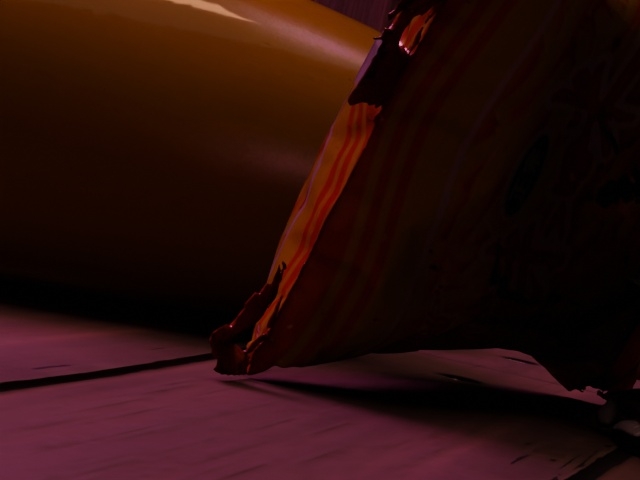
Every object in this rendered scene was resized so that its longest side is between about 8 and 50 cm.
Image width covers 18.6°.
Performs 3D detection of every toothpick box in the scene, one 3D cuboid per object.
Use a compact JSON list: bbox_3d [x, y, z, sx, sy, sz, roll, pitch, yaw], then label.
[{"bbox_3d":[-0.085,-0.052,0.899,0.271,0.175,0.175,14,2,-18],"label":"toothpick box"}]

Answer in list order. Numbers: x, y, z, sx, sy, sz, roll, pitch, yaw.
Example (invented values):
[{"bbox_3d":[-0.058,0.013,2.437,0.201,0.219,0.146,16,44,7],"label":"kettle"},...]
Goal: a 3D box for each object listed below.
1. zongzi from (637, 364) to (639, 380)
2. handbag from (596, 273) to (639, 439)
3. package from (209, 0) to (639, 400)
[{"bbox_3d":[0.292,0.031,0.903,0.300,0.145,0.274,2,-17,-2],"label":"zongzi"},{"bbox_3d":[0.253,0.072,0.712,0.247,0.079,0.260,13,0,-9],"label":"handbag"},{"bbox_3d":[0.084,-0.034,0.809,0.108,0.223,0.288,35,13,38],"label":"package"}]
